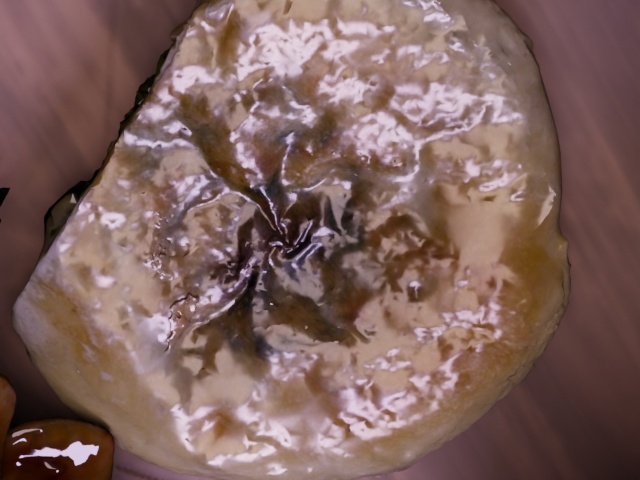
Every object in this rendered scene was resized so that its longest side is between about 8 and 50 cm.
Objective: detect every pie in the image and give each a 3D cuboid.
[{"bbox_3d":[0.000,-0.001,0.694,0.185,0.052,0.218,27,104,-10],"label":"pie"}]

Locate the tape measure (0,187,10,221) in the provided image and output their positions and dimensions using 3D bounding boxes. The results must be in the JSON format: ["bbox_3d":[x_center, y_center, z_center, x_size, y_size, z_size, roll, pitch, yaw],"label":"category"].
[{"bbox_3d":[-0.258,-0.053,0.652,0.235,0.115,0.207,-23,108,1],"label":"tape measure"}]

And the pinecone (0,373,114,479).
[{"bbox_3d":[-0.147,0.166,0.658,0.202,0.201,0.229,-18,126,21],"label":"pinecone"}]
